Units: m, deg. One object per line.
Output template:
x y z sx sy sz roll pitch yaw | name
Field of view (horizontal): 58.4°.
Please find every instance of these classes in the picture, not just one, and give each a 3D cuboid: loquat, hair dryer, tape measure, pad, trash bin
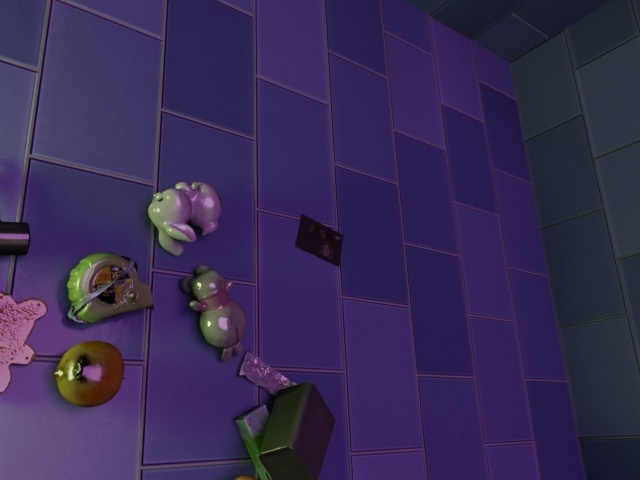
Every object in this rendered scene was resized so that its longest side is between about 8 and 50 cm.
-0.525 0.306 1.319 0.163 0.137 0.163 25 41 -23 | loquat
-0.785 -0.083 1.313 0.196 0.078 0.248 3 62 -38 | hair dryer
-0.529 0.116 1.412 0.200 0.106 0.175 -16 98 -40 | tape measure
0.000 0.000 1.955 0.190 0.004 0.127 26 59 -29 | pad
-0.060 0.528 1.536 0.164 0.122 0.240 61 22 -19 | trash bin

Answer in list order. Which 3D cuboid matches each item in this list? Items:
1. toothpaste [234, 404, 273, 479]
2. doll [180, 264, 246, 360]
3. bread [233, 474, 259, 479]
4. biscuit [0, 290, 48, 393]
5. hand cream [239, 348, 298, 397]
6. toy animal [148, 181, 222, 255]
-0.126 0.623 1.572 0.081 0.067 0.336 -23 88 -40 | toothpaste
-0.282 0.195 1.574 0.155 0.113 0.275 -25 89 -45 | doll
-0.178 0.733 1.427 0.204 0.162 0.262 -17 62 -40 | bread
-0.708 0.229 1.269 0.153 0.030 0.234 20 62 -32 | biscuit
-0.123 0.415 1.666 0.257 0.050 0.084 33 53 -16 | hand cream
-0.373 -0.072 1.597 0.193 0.127 0.178 -35 98 -44 | toy animal
